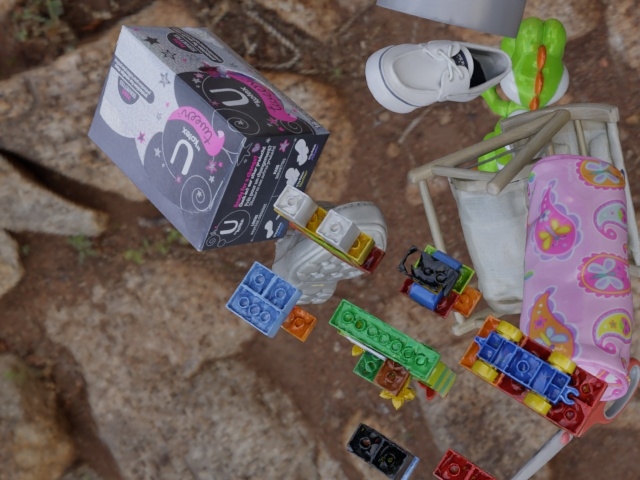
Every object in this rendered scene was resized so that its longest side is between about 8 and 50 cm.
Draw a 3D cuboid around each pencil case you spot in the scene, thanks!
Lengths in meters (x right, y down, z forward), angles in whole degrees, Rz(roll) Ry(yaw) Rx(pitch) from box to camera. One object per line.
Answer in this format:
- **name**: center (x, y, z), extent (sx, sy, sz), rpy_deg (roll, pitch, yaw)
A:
- **pencil case**: center (0.287, 0.040, 1.176), extent (0.124, 0.124, 0.284), rpy_deg (-37, 37, 49)

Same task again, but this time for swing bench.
- **swing bench**: center (0.287, -0.023, 1.401), extent (0.165, 0.254, 0.253), rpy_deg (14, 127, 53)

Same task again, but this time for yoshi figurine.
- **yoshi figurine**: center (0.374, -0.245, 1.888), extent (0.203, 0.203, 0.362), rpy_deg (44, 139, 43)

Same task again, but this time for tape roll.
- **tape roll**: center (0.197, -0.364, 1.571), extent (0.219, 0.219, 0.072), rpy_deg (24, 109, 37)

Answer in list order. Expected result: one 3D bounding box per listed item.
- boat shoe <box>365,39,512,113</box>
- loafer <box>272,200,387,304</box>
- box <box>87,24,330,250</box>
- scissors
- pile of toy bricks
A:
- **boat shoe**: center (0.161, -0.230, 1.385), extent (0.084, 0.258, 0.095), rpy_deg (-22, 88, 42)
- **loafer**: center (0.000, 0.000, 1.306), extent (0.319, 0.112, 0.111), rpy_deg (140, 126, -66)
- **box**: center (-0.139, -0.128, 1.233), extent (0.247, 0.142, 0.163), rpy_deg (43, 124, 29)
- **scissors**: center (0.320, 0.244, 1.317), extent (0.021, 0.297, 0.109), rpy_deg (14, 144, 46)
- **pile of toy bricks**: center (0.049, 0.066, 0.596), extent (0.212, 0.105, 0.118), rpy_deg (32, 85, 23)
